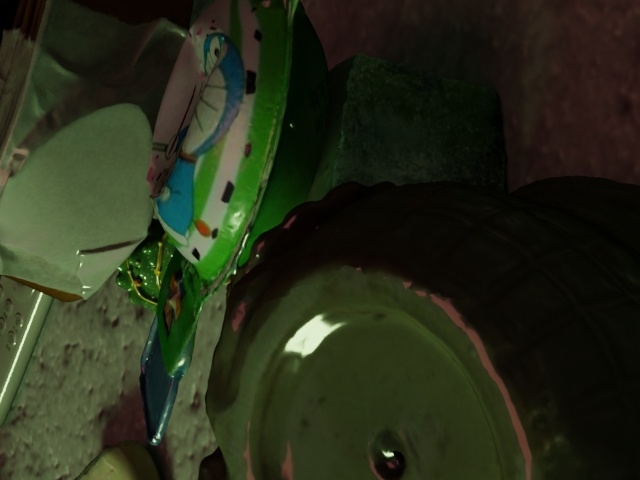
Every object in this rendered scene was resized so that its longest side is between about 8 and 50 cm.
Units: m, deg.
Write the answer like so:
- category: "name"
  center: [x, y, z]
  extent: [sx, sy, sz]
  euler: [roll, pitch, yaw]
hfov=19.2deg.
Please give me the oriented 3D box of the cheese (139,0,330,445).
- category: "cheese"
  center: [-0.065, -0.026, 1.158]
  extent: [0.204, 0.083, 0.320]
  euler: [-110, 36, -60]

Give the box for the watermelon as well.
- category: "watermelon"
  center: [0.000, 0.000, 1.242]
  extent: [0.256, 0.140, 0.193]
  euler: [-9, 74, 58]

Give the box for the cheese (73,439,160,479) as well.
- category: "cheese"
  center: [-0.138, 0.253, 1.444]
  extent: [0.097, 0.037, 0.192]
  euler: [-45, 54, 41]

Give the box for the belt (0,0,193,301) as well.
- category: "belt"
  center: [-0.189, -0.126, 1.403]
  extent: [0.217, 0.122, 0.339]
  euler: [-14, 61, 57]

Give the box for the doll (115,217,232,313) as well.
- category: "doll"
  center: [-0.105, 0.003, 1.385]
  extent: [0.113, 0.076, 0.078]
  euler: [-32, 56, 45]

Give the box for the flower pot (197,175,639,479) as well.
- category: "flower pot"
  center: [0.082, 0.103, 1.014]
  extent: [0.302, 0.213, 0.302]
  euler: [7, 100, 43]

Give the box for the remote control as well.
- category: "remote control"
  center: [-0.252, 0.042, 1.600]
  extent: [0.067, 0.029, 0.261]
  euler: [49, 124, 40]
